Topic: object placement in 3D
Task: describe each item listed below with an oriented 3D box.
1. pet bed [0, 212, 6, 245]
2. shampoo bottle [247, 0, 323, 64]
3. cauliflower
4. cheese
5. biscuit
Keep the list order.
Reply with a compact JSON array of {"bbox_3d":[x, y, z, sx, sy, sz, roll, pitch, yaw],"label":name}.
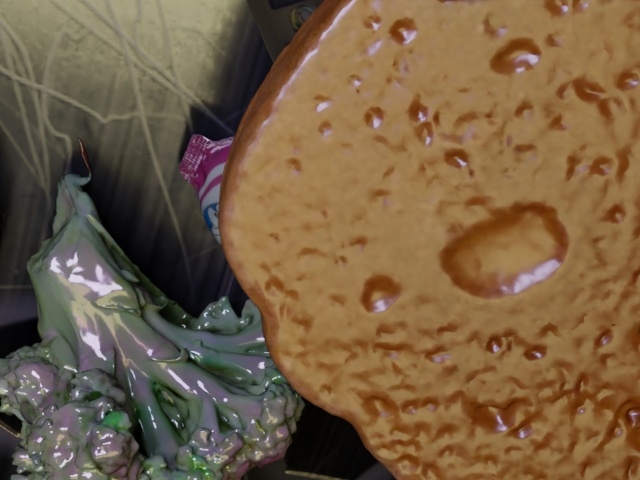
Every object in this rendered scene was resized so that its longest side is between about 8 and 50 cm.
[{"bbox_3d":[-0.318,0.020,0.775,0.201,0.053,0.201,-35,155,-19],"label":"pet bed"},{"bbox_3d":[0.028,-0.139,0.766,0.125,0.084,0.350,-19,120,22],"label":"shampoo bottle"},{"bbox_3d":[-0.155,0.084,0.817,0.239,0.256,0.315,-33,109,-38],"label":"cauliflower"},{"bbox_3d":[0.000,0.000,0.818,0.244,0.062,0.155,33,144,-3],"label":"cheese"},{"bbox_3d":[0.131,0.018,0.745,0.350,0.078,0.455,-30,108,5],"label":"biscuit"}]
